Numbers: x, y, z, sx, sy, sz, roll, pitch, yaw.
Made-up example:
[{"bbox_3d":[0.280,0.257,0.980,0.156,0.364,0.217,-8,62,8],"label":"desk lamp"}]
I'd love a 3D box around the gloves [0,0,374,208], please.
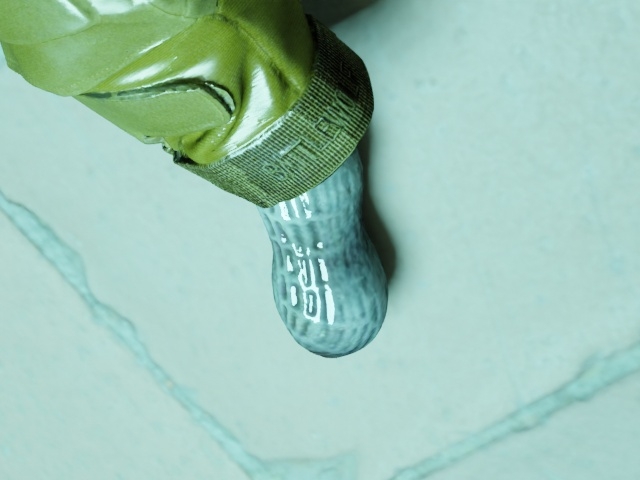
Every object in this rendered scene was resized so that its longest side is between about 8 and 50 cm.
[{"bbox_3d":[-0.098,-0.137,0.662,0.154,0.141,0.331,17,159,47],"label":"gloves"}]

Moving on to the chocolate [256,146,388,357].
[{"bbox_3d":[0.000,0.000,0.836,0.072,0.072,0.167,0,119,20],"label":"chocolate"}]
